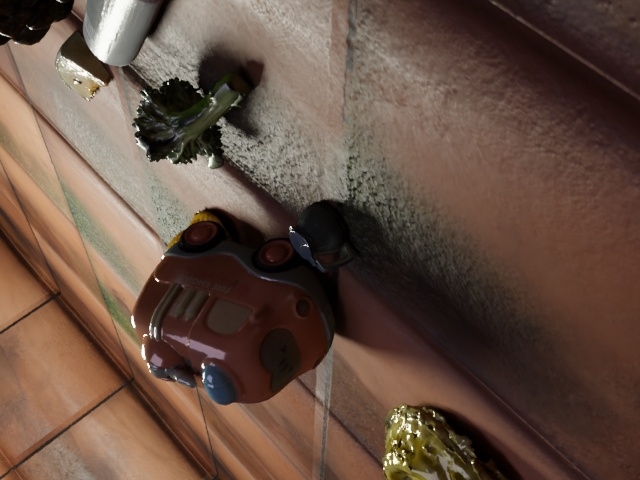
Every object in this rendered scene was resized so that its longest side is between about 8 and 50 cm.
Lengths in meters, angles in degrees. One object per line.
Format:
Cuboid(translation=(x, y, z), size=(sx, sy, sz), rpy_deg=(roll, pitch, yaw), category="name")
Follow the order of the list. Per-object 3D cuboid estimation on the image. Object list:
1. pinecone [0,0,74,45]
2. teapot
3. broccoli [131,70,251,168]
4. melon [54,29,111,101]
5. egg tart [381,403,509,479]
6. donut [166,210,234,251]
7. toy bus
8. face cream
Cuboid(translation=(-0.450, -0.386, 1.146), size=(0.309, 0.244, 0.244), rpy_deg=(34, 152, 61), category="pinecone")
Cuboid(translation=(0.000, 0.000, 1.043), size=(0.088, 0.057, 0.066), rpy_deg=(51, 158, 5), category="teapot")
Cuboid(translation=(-0.154, -0.164, 1.075), size=(0.204, 0.118, 0.122), rpy_deg=(-17, 78, 49), category="broccoli")
Cuboid(translation=(-0.418, -0.291, 1.450), size=(0.098, 0.054, 0.182), rpy_deg=(44, 160, -18), category="melon")
Cuboid(translation=(0.172, 0.350, 1.167), size=(0.279, 0.095, 0.279), rpy_deg=(43, 156, 25), category="egg tart")
Cuboid(translation=(-0.192, 0.054, 1.444), size=(0.152, 0.101, 0.259), rpy_deg=(38, 157, 44), category="donut")
Cuboid(translation=(-0.137, 0.119, 1.212), size=(0.288, 0.232, 0.194), rpy_deg=(16, 137, 28), category="toy bus")
Cuboid(translation=(-0.247, -0.309, 1.052), size=(0.107, 0.073, 0.269), rpy_deg=(50, 157, -4), category="face cream")
